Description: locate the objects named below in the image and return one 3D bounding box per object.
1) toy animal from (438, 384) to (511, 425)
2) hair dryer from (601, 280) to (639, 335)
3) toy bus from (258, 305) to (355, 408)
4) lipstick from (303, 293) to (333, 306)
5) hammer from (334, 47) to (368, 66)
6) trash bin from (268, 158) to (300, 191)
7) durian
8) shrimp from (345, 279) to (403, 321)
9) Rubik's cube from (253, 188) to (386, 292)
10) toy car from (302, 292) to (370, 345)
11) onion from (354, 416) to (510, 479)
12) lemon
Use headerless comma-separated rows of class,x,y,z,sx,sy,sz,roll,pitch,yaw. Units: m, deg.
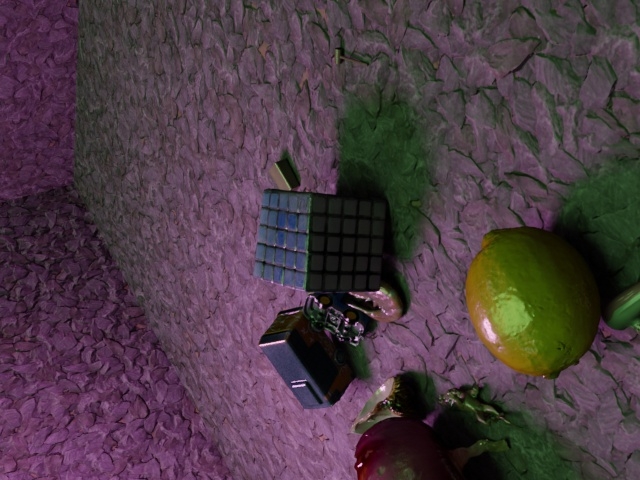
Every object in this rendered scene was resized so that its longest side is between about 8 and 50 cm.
toy animal,0.353,0.376,1.678,0.220,0.069,0.086,16,142,59
hair dryer,0.566,0.148,1.245,0.154,0.054,0.106,50,140,12
toy bus,-0.036,0.341,2.093,0.138,0.167,0.275,-17,114,41
lipstick,-0.007,0.175,2.110,0.076,0.076,0.304,52,145,27
hammer,0.072,-0.420,1.703,0.110,0.019,0.035,31,132,43
trash bin,-0.102,-0.177,2.086,0.092,0.043,0.061,61,147,12
durian,0.171,0.454,1.932,0.144,0.139,0.252,59,147,9
shrimp,0.122,0.147,1.909,0.254,0.059,0.145,3,129,48
Rubik's cube,0.000,0.000,1.793,0.237,0.238,0.237,5,91,53
toy car,0.054,0.199,2.006,0.191,0.100,0.097,28,135,13
onion,0.252,0.584,1.762,0.358,0.345,0.358,56,160,33
lemon,0.382,0.107,1.318,0.236,0.236,0.263,-5,106,58
